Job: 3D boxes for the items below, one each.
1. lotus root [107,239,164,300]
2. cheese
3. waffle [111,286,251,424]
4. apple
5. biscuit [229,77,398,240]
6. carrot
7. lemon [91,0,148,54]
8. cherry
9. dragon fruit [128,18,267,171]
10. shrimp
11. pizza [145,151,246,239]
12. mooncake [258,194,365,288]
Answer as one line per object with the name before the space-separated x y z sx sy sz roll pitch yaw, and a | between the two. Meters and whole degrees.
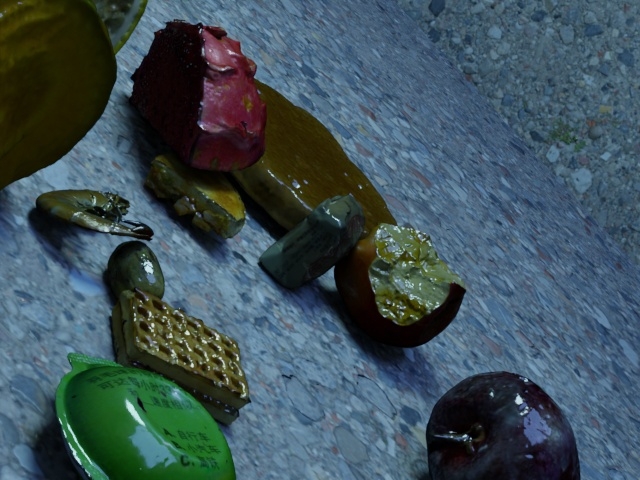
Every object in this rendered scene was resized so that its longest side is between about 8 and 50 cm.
lotus root | -0.193 0.032 1.465 0.049 0.054 0.099 53 8 -45
cheese | -0.124 0.213 1.188 0.204 0.083 0.320 20 28 -52
waffle | -0.141 0.115 1.412 0.148 0.042 0.102 31 25 -32
apple | 0.100 0.060 1.853 0.158 0.147 0.156 42 51 18
biscuit | -0.024 -0.093 2.021 0.381 0.074 0.359 49 22 8
carrot | -0.327 -0.185 1.369 0.241 0.241 0.340 26 24 -40
lemon | -0.335 -0.314 1.638 0.219 0.240 0.240 36 15 25
cherry | 0.211 0.251 1.630 0.195 0.195 0.195 38 21 -17
dragon fruit | -0.146 -0.181 1.783 0.189 0.163 0.262 41 -1 -36
shrimp | -0.221 -0.028 1.501 0.124 0.034 0.178 20 7 22
pizza | -0.160 -0.066 1.735 0.134 0.046 0.175 25 21 -29
mooncake | 0.000 0.000 1.797 0.073 0.125 0.130 49 23 1
